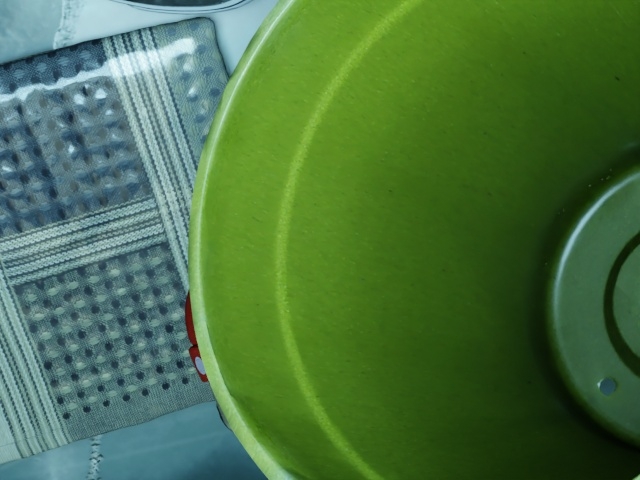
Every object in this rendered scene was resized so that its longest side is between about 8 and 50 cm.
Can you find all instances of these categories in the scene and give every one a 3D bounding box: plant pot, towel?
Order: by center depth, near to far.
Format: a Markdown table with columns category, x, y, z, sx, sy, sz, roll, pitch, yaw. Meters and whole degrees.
| category | x | y | z | sx | sy | sz | roll | pitch | yaw |
| --- | --- | --- | --- | --- | --- | --- | --- | --- | --- |
| plant pot | 0.171 | 0.010 | 0.775 | 0.353 | 0.366 | 0.366 | 17 | 116 | -51 |
| towel | -0.189 | 0.009 | 0.975 | 0.312 | 0.056 | 0.324 | -16 | 112 | -2 |

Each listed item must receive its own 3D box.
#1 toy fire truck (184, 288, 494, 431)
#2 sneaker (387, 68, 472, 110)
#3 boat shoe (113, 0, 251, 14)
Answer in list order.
| category | x | y | z | sx | sy | sz | roll | pitch | yaw |
| --- | --- | --- | --- | --- | --- | --- | --- | --- | --- |
| toy fire truck | 0.000 | 0.000 | 0.919 | 0.217 | 0.158 | 0.246 | -24 | 92 | -30 |
| sneaker | 0.113 | -0.140 | 0.899 | 0.192 | 0.086 | 0.064 | -19 | 148 | -18 |
| boat shoe | -0.175 | -0.227 | 0.834 | 0.306 | 0.105 | 0.113 | 22 | 109 | -15 |
